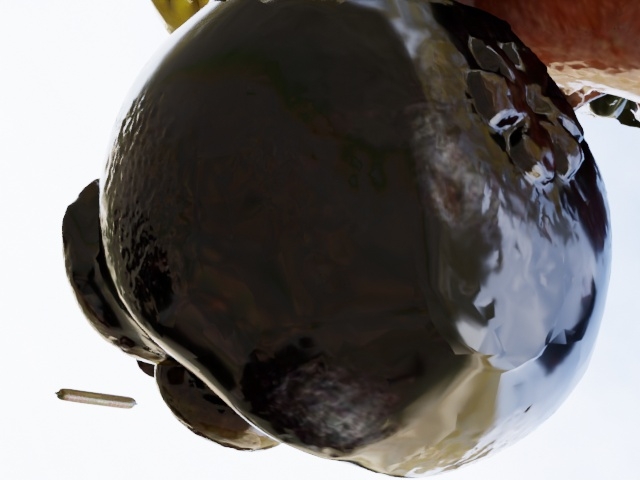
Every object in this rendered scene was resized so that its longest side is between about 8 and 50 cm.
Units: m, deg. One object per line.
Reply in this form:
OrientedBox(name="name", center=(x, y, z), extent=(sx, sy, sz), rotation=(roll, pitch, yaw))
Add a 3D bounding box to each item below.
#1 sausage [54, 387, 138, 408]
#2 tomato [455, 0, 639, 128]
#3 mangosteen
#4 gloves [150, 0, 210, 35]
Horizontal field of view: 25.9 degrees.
OrientedBox(name="sausage", center=(-0.236, 0.167, 1.469), extent=(0.015, 0.100, 0.015), rotation=(-21, -117, 48))
OrientedBox(name="tomato", center=(0.207, -0.207, 0.862), extent=(0.341, 0.341, 0.273), rotation=(22, -78, 51))
OrientedBox(name="mangosteen", center=(0.001, -0.005, 0.702), extent=(0.287, 0.287, 0.233), rotation=(3, -83, 58))
OrientedBox(name="gloves", center=(-0.124, -0.255, 1.474), extent=(0.133, 0.116, 0.294), rotation=(13, -23, 9))
